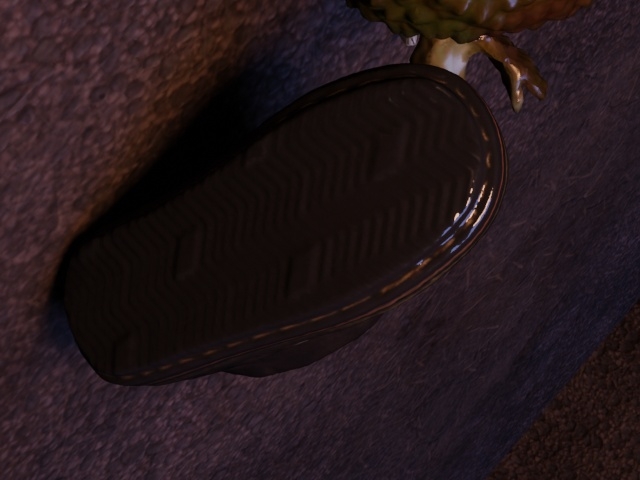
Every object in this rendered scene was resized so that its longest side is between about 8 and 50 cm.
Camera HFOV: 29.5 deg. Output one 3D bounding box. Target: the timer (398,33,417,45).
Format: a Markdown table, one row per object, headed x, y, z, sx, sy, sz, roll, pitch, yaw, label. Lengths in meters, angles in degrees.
| x | y | z | sx | sy | sz | roll | pitch | yaw | label |
| --- | --- | --- | --- | --- | --- | --- | --- | --- | --- |
| 0.186 | -0.276 | 1.098 | 0.266 | 0.175 | 0.175 | -25 | 148 | -10 | timer |

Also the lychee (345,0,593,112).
| x | y | z | sx | sy | sz | roll | pitch | yaw | label |
| --- | --- | --- | --- | --- | --- | --- | --- | --- | --- |
| 0.105 | -0.256 | 0.819 | 0.270 | 0.270 | 0.320 | -44 | 169 | -15 | lychee |

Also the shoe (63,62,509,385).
| x | y | z | sx | sy | sz | roll | pitch | yaw | label |
| --- | --- | --- | --- | --- | --- | --- | --- | --- | --- |
| 0.000 | 0.000 | 0.967 | 0.384 | 0.171 | 0.237 | -28 | 167 | 26 | shoe |
